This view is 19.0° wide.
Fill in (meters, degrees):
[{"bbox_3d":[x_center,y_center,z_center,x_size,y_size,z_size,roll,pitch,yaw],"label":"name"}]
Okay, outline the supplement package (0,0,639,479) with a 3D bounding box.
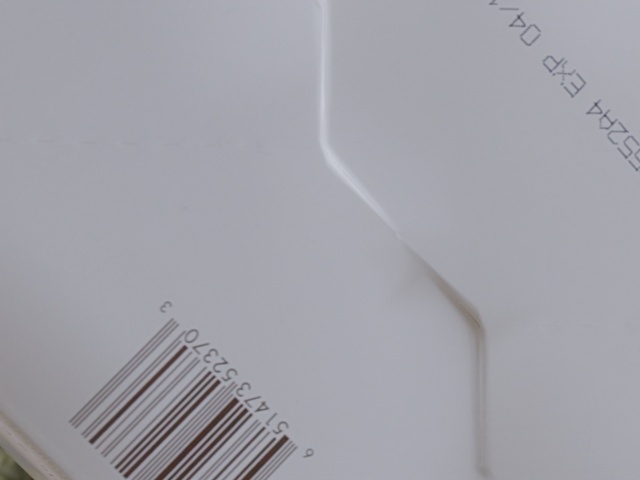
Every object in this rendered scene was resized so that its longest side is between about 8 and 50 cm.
[{"bbox_3d":[0.000,0.000,0.533,0.262,0.204,0.145,47,-11,-11],"label":"supplement package"}]
